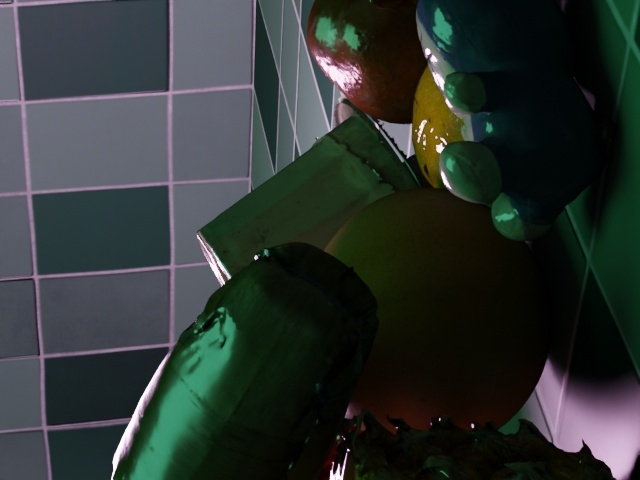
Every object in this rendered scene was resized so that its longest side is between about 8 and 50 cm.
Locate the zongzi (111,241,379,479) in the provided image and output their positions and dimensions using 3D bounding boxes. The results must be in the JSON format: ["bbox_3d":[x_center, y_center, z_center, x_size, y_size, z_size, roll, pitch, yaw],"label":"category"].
[{"bbox_3d":[-0.039,0.125,1.769,0.356,0.174,0.393,-60,-8,26],"label":"zongzi"}]

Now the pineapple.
[{"bbox_3d":[0.134,0.324,1.695,0.352,0.300,0.352,-176,90,-89],"label":"pineapple"}]

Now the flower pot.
[{"bbox_3d":[0.000,0.000,2.270,0.290,0.259,0.290,58,173,11],"label":"flower pot"}]

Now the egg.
[{"bbox_3d":[0.109,0.074,1.918,0.322,0.250,0.250,-94,4,-63],"label":"egg"}]

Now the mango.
[{"bbox_3d":[0.158,-0.141,1.958,0.262,0.108,0.157,103,164,-57],"label":"mango"}]

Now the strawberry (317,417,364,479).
[{"bbox_3d":[0.072,0.252,2.269,0.220,0.274,0.274,48,145,46],"label":"strawberry"}]

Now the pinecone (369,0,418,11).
[{"bbox_3d":[0.108,-0.361,1.809,0.292,0.246,0.246,128,139,-57],"label":"pinecone"}]

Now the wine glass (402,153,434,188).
[{"bbox_3d":[0.133,-0.085,2.286,0.198,0.066,0.066,169,97,-82],"label":"wine glass"}]

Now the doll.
[{"bbox_3d":[0.167,-0.145,1.725,0.228,0.154,0.258,30,-147,-55],"label":"doll"}]

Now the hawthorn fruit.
[{"bbox_3d":[0.099,-0.214,2.117,0.199,0.199,0.251,-105,-10,-48],"label":"hawthorn fruit"}]
